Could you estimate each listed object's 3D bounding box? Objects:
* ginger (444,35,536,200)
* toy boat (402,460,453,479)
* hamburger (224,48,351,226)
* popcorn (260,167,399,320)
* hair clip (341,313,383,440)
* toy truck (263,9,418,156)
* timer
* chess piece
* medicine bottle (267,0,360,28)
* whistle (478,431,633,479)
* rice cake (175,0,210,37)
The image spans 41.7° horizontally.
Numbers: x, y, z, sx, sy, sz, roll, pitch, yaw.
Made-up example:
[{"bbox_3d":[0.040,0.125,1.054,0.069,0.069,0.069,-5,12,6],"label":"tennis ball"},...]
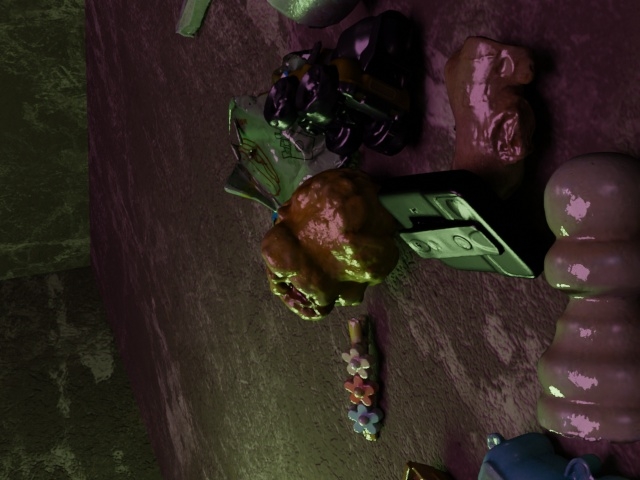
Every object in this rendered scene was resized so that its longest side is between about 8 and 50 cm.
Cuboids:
[{"bbox_3d":[0.178,-0.109,0.892,0.137,0.074,0.213,-123,33,-62],"label":"ginger"},{"bbox_3d":[0.163,0.372,1.096,0.200,0.077,0.057,-126,34,-45],"label":"toy boat"},{"bbox_3d":[-0.068,-0.157,1.329,0.260,0.151,0.276,-41,61,61],"label":"hamburger"},{"bbox_3d":[0.000,0.000,1.174,0.226,0.203,0.200,15,120,53],"label":"popcorn"},{"bbox_3d":[0.064,0.218,1.292,0.062,0.056,0.213,3,103,32],"label":"hair clip"},{"bbox_3d":[0.034,-0.210,1.113,0.224,0.147,0.165,5,77,62],"label":"toy truck"},{"bbox_3d":[0.150,-0.012,0.927,0.144,0.055,0.187,42,165,-18],"label":"timer"},{"bbox_3d":[0.253,0.044,0.740,0.133,0.133,0.243,176,92,-66],"label":"chess piece"},{"bbox_3d":[0.003,-0.374,1.088,0.143,0.147,0.147,-53,51,57],"label":"medicine bottle"},{"bbox_3d":[0.256,0.294,0.853,0.274,0.093,0.186,49,141,45],"label":"whistle"},{"bbox_3d":[-0.256,-0.508,1.732,0.270,0.055,0.049,130,131,-62],"label":"rice cake"}]
